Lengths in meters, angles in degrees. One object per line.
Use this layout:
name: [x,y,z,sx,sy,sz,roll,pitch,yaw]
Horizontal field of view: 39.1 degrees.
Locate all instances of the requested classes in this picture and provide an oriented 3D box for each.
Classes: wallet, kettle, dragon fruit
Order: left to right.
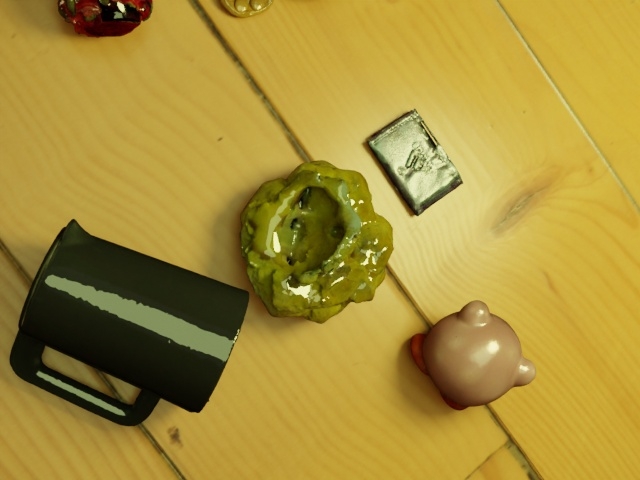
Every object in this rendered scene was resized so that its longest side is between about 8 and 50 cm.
dragon fruit: [-0.338,-0.417,1.434,0.166,0.160,0.172,-8,86,4]
kettle: [-0.299,0.134,1.411,0.308,0.262,0.203,23,46,-9]
wallet: [0.168,-0.139,1.609,0.111,0.030,0.166,-35,94,-9]

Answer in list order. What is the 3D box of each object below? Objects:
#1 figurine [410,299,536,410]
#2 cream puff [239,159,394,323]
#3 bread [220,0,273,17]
figurine: [0.261,0.197,1.540,0.173,0.173,0.173,1,86,-15]
cream puff: [-0.002,0.001,1.477,0.281,0.185,0.282,1,87,-18]
bread: [-0.130,-0.437,1.552,0.110,0.024,0.110,1,86,-16]
